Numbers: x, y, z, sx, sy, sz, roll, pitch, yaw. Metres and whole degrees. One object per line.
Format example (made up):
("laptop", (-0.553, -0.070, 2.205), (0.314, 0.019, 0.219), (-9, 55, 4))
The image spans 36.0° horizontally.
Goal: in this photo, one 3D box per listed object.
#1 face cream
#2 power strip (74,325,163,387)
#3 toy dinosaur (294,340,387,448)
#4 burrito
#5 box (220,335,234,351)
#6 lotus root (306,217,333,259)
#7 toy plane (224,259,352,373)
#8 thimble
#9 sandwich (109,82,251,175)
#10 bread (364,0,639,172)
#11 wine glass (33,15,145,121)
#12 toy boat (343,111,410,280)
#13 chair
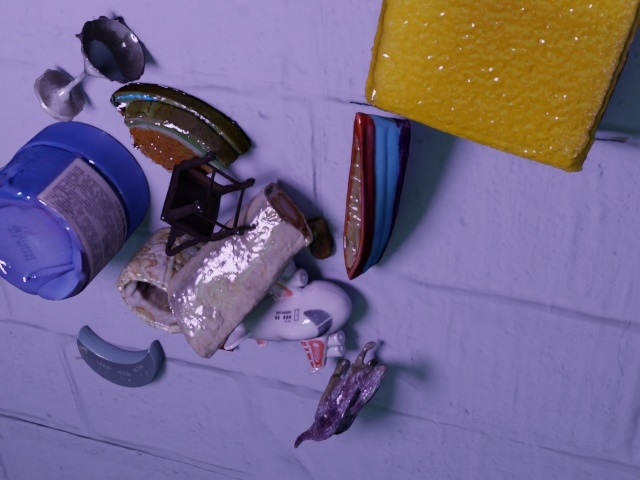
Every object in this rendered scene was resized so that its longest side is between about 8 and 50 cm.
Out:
("face cream", (-0.459, -0.051, 1.730), (0.249, 0.225, 0.249), (12, 129, 15))
("power strip", (-0.428, 0.246, 2.073), (0.216, 0.044, 0.137), (7, 129, 19))
("toy dinosaur", (0.045, 0.283, 1.801), (0.077, 0.162, 0.294), (28, 133, 1))
("burrito", (-0.145, 0.047, 1.654), (0.143, 0.105, 0.299), (46, 107, 14))
("box", (-0.208, 0.187, 1.937), (0.082, 0.023, 0.051), (9, 128, 19))
("lotus root", (-0.001, 0.001, 1.687), (0.038, 0.030, 0.083), (2, 128, 22))
("toy plane", (-0.057, 0.136, 1.765), (0.252, 0.118, 0.252), (11, 130, 13))
("thimble", (-0.259, 0.079, 1.793), (0.190, 0.143, 0.137), (38, 132, -8))
("sandwich", (-0.248, -0.173, 1.630), (0.235, 0.079, 0.159), (37, 132, -6))
("bread", (0.238, -0.283, 1.275), (0.333, 0.143, 0.323), (21, 131, 9))
("wine glass", (-0.379, -0.272, 1.600), (0.183, 0.122, 0.122), (-25, 113, 44))
("toy boat", (0.075, -0.070, 1.500), (0.080, 0.136, 0.392), (-4, 149, -7))
("chair", (-0.220, -0.052, 1.622), (0.229, 0.106, 0.113), (-15, 145, 43))
